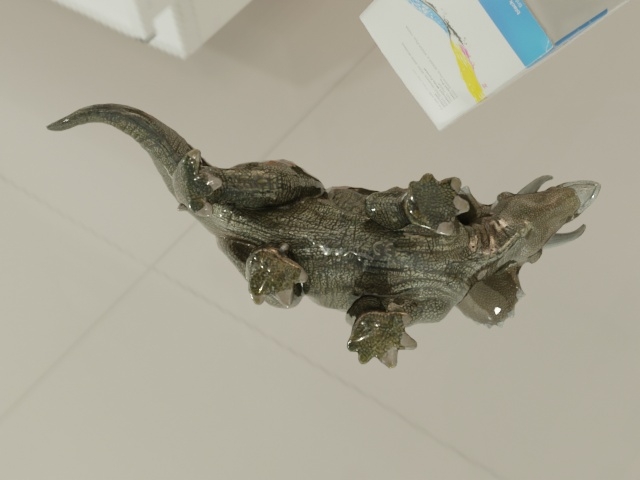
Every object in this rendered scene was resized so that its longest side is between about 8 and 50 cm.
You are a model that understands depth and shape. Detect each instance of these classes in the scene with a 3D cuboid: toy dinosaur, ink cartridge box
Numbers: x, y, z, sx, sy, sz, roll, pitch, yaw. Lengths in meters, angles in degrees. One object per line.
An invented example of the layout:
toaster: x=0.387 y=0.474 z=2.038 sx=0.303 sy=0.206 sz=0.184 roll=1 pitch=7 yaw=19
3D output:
toy dinosaur: x=0.000 y=0.000 z=0.594 sx=0.314 sy=0.121 sz=0.160 roll=7 pitch=178 yaw=5
ink cartridge box: x=0.192 y=-0.261 z=1.147 sx=0.168 sy=0.171 sz=0.233 roll=55 pitch=151 yaw=0
